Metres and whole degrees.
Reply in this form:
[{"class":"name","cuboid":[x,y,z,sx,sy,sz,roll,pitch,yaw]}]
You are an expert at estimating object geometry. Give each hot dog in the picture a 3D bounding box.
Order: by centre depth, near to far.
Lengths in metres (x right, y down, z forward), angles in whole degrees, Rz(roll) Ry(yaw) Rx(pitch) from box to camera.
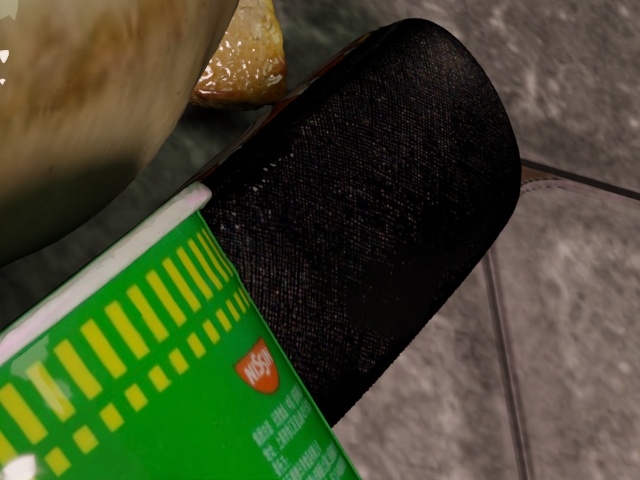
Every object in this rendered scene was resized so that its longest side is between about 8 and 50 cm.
[{"class":"hot dog","cuboid":[-0.080,-0.117,0.796,0.078,0.061,0.169,-43,112,-16]}]

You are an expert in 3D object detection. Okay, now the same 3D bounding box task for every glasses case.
[{"class":"glasses case","cuboid":[0.000,0.000,0.758,0.103,0.067,0.267,58,44,-11]}]

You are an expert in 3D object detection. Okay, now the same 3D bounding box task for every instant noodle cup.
[{"class":"instant noodle cup","cuboid":[-0.048,0.136,0.554,0.232,0.207,0.207,54,43,-4]}]

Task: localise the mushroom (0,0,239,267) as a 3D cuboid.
[{"class":"mushroom","cuboid":[-0.185,-0.144,0.595,0.352,0.260,0.352,21,45,-22]}]
